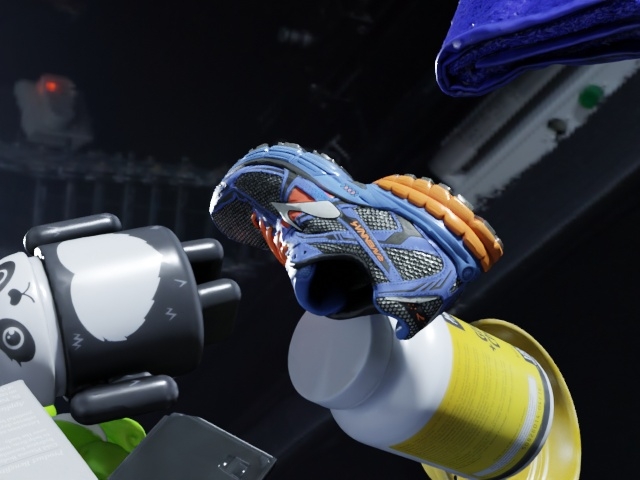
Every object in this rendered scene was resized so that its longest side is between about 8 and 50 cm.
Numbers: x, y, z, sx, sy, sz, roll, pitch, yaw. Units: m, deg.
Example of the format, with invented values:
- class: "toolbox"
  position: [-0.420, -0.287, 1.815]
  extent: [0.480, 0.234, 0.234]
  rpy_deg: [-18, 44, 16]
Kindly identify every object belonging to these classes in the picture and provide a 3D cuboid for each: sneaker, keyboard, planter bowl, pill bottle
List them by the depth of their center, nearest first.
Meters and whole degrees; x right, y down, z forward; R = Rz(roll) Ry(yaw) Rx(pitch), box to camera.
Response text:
- class: "sneaker"
  position: [0.000, 0.000, 0.646]
  extent: [0.221, 0.083, 0.087]
  rpy_deg: [13, -121, 47]
- class: "pill bottle"
  position: [0.069, 0.098, 0.721]
  extent: [0.103, 0.184, 0.103]
  rpy_deg: [-25, -128, 37]
- class: "keyboard"
  position: [-0.139, 0.287, 0.840]
  extent: [0.202, 0.317, 0.033]
  rpy_deg: [22, -36, 28]
- class: "planter bowl"
  position: [0.160, 0.195, 1.072]
  extent: [0.090, 0.217, 0.217]
  rpy_deg: [-24, -113, 46]

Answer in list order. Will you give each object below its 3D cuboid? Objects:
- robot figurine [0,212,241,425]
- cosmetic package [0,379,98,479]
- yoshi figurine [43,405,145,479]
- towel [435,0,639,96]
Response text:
- class: "robot figurine"
  position: [-0.229, 0.077, 1.130]
  extent: [0.209, 0.278, 0.173]
  rpy_deg: [-151, -127, -63]
- class: "cosmetic package"
  position: [-0.149, 0.181, 0.503]
  extent: [0.238, 0.127, 0.107]
  rpy_deg: [40, -44, 43]
- class: "yoshi figurine"
  position: [-0.311, 0.278, 1.259]
  extent: [0.362, 0.203, 0.203]
  rpy_deg: [6, -86, 50]
- class: "towel"
  position: [0.222, -0.263, 0.866]
  extent: [0.228, 0.076, 0.308]
  rpy_deg: [-7, -133, 41]
